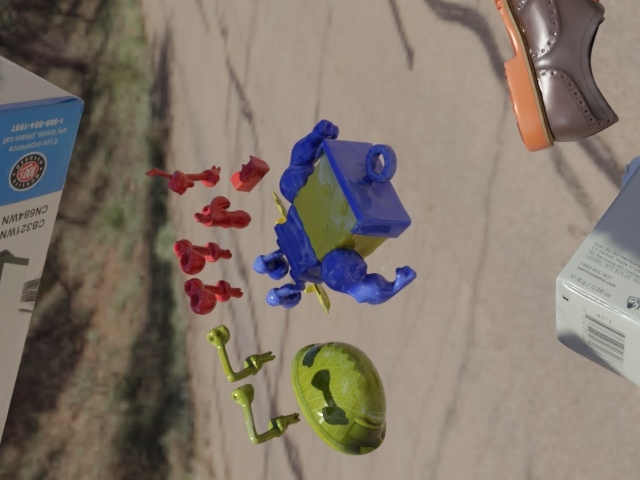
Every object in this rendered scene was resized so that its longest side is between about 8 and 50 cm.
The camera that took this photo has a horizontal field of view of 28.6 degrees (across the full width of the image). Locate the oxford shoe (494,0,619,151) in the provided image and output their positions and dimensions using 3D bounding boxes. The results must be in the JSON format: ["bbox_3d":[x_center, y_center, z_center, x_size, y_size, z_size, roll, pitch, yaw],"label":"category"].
[{"bbox_3d":[0.211,-0.224,1.163,0.097,0.098,0.272,-28,-75,-73],"label":"oxford shoe"}]

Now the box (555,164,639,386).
[{"bbox_3d":[0.305,-0.020,1.037,0.275,0.094,0.113,-50,-28,-19],"label":"box"}]

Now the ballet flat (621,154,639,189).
[{"bbox_3d":[0.428,-0.100,1.487,0.400,0.139,0.139,-65,6,-20],"label":"ballet flat"}]

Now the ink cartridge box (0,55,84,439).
[{"bbox_3d":[-0.203,0.021,0.562,0.148,0.085,0.203,-22,-46,-57],"label":"ink cartridge box"}]

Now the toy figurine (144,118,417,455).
[{"bbox_3d":[0.000,0.000,1.222,0.217,0.191,0.363,-47,50,31],"label":"toy figurine"}]
